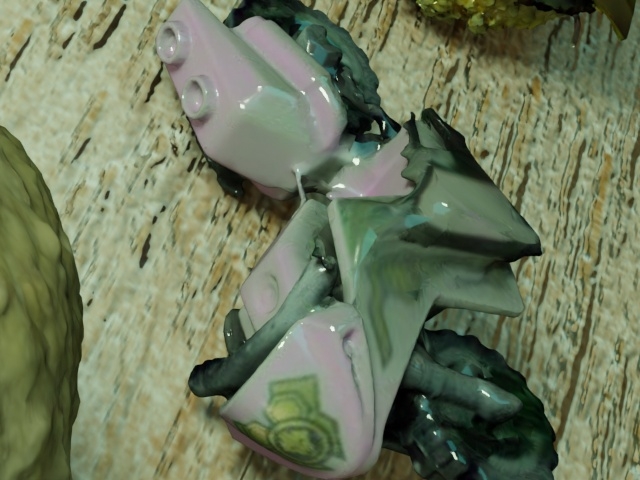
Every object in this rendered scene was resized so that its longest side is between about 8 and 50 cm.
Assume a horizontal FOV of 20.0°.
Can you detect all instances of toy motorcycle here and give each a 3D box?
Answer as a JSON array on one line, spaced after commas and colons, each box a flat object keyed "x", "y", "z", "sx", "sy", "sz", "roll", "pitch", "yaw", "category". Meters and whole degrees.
[{"x": 0.000, "y": 0.000, "z": 0.936, "sx": 0.188, "sy": 0.143, "sz": 0.327, "roll": -2, "pitch": 57, "yaw": -41, "category": "toy motorcycle"}]

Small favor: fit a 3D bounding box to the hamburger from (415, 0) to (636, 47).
[{"x": 0.119, "y": -0.237, "z": 1.199, "sx": 0.262, "sy": 0.139, "sz": 0.243, "roll": 32, "pitch": 48, "yaw": -20, "category": "hamburger"}]

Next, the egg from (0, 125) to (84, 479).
[{"x": -0.210, "y": 0.053, "z": 0.636, "sx": 0.279, "sy": 0.279, "sz": 0.310, "roll": 54, "pitch": 30, "yaw": 3, "category": "egg"}]
